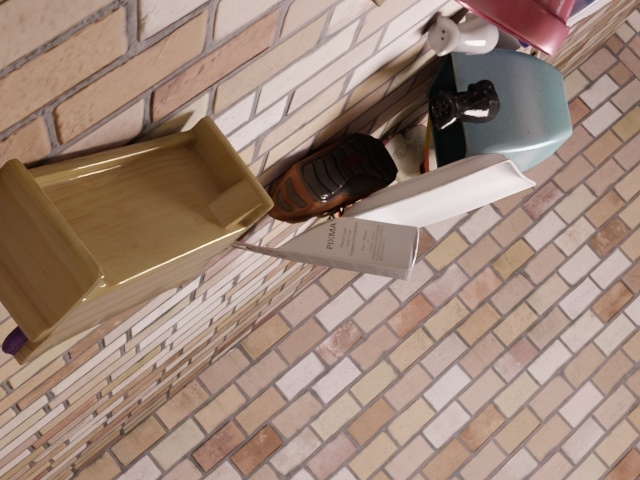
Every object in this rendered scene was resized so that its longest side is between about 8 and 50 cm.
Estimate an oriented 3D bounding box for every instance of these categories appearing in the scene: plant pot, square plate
[{"bbox_3d":[0.387,-0.261,1.969,0.252,0.248,0.247,-4,166,-7],"label":"plant pot"},{"bbox_3d":[0.335,-0.420,1.470,0.180,0.201,0.201,-59,168,14],"label":"plant pot"},{"bbox_3d":[0.247,-0.094,1.885,0.344,0.049,0.347,-20,169,19],"label":"square plate"}]

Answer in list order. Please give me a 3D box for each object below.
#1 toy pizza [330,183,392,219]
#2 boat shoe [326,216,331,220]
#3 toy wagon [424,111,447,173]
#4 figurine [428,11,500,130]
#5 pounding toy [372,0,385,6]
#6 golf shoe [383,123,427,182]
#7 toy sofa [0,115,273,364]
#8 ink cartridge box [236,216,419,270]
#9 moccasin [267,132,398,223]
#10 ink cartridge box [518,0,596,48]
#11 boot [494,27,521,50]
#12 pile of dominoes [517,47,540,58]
[{"bbox_3d":[0.111,-0.109,2.334,0.201,0.032,0.201,-27,142,-24],"label":"toy pizza"},{"bbox_3d":[0.073,-0.093,2.413,0.223,0.080,0.073,-47,144,14],"label":"boat shoe"},{"bbox_3d":[0.312,-0.211,2.249,0.344,0.068,0.267,46,50,-70],"label":"toy wagon"},{"bbox_3d":[0.255,-0.315,1.700,0.092,0.215,0.209,4,-166,30],"label":"figurine"},{"bbox_3d":[0.088,-0.350,0.979,0.181,0.094,0.206,-48,-179,11],"label":"pounding toy"},{"bbox_3d":[0.226,-0.203,2.293,0.115,0.140,0.306,-47,172,30],"label":"golf shoe"},{"bbox_3d":[-0.231,-0.013,1.048,0.177,0.150,0.362,-40,174,31],"label":"toy sofa"},{"bbox_3d":[0.000,0.000,1.841,0.308,0.385,0.091,51,50,-83],"label":"ink cartridge box"},{"bbox_3d":[0.030,-0.114,1.834,0.147,0.139,0.380,-33,-178,37],"label":"moccasin"},{"bbox_3d":[0.493,-0.503,1.671,0.270,0.151,0.395,-32,179,-40],"label":"ink cartridge box"},{"bbox_3d":[0.398,-0.448,1.995,0.123,0.095,0.258,-44,-177,-26],"label":"boot"},{"bbox_3d":[0.413,-0.349,2.164,0.196,0.040,0.251,0,-109,59],"label":"pile of dominoes"}]
